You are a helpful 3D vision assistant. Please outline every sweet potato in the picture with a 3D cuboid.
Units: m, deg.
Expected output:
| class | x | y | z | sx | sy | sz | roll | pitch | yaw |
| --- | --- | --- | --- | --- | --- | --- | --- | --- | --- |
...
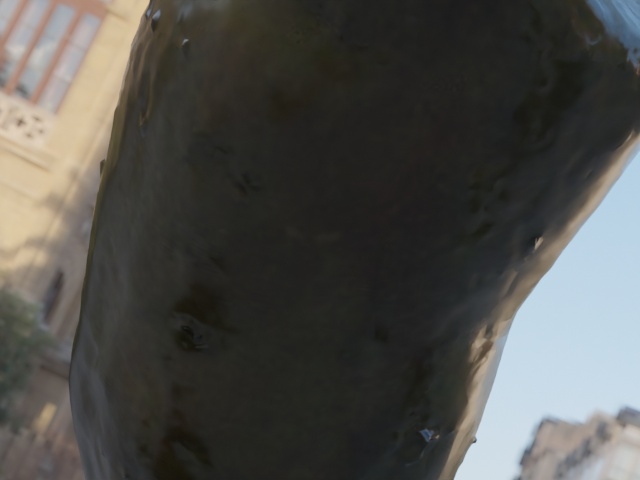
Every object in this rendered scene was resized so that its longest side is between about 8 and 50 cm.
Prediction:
| class | x | y | z | sx | sy | sz | roll | pitch | yaw |
| --- | --- | --- | --- | --- | --- | --- | --- | --- | --- |
| sweet potato | 0.000 | 0.000 | 0.457 | 0.157 | 0.370 | 0.158 | 22 | 24 | -11 |
